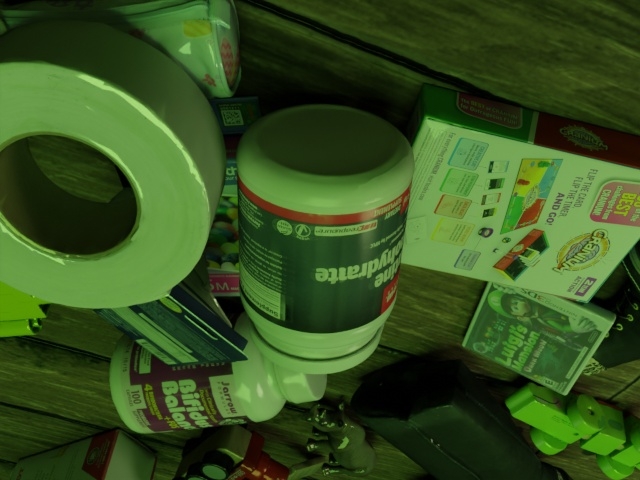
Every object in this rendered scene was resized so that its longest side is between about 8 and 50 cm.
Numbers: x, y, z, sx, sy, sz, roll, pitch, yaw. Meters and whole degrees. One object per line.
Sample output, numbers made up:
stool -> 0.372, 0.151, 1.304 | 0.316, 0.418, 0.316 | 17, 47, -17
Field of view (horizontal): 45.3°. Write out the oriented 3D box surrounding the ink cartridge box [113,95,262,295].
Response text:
ink cartridge box -> -0.145, -0.042, 0.992 | 0.186, 0.065, 0.311 | -1, 135, 6

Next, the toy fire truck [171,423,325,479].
toy fire truck -> -0.133, 0.447, 1.475 | 0.246, 0.158, 0.217 | 34, 130, -14

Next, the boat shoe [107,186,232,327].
boat shoe -> -0.185, 0.043, 0.982 | 0.096, 0.088, 0.267 | -2, 138, 46

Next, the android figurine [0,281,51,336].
android figurine -> -0.515, 0.058, 1.138 | 0.273, 0.056, 0.248 | -5, 137, 8

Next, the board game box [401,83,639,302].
board game box -> 0.238, -0.045, 0.947 | 0.317, 0.064, 0.242 | 12, 137, -8

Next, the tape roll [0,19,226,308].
tape roll -> -0.238, -0.066, 0.760 | 0.286, 0.100, 0.286 | 2, 128, 3

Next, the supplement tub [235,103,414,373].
supplement tub -> 0.000, 0.000, 0.880 | 0.191, 0.191, 0.272 | 4, 127, 1

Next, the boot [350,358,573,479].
boot -> 0.199, 0.398, 1.369 | 0.367, 0.146, 0.445 | -28, 129, 26

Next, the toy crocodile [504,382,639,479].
toy crocodile -> 0.468, 0.316, 1.301 | 0.341, 0.105, 0.115 | 23, 135, -12

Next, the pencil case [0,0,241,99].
pencil case -> -0.217, -0.199, 0.788 | 0.273, 0.113, 0.124 | -1, 144, 6

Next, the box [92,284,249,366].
box -> -0.180, 0.101, 0.934 | 0.136, 0.036, 0.225 | 42, 151, -22

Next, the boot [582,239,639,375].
boot -> 0.419, 0.108, 1.083 | 0.179, 0.085, 0.236 | -23, 129, 31

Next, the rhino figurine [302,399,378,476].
rhino figurine -> 0.034, 0.359, 1.397 | 0.106, 0.073, 0.243 | -7, 135, 18

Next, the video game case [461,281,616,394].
video game case -> 0.309, 0.132, 1.114 | 0.173, 0.022, 0.190 | 25, 140, 15

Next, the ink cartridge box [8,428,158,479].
ink cartridge box -> -0.494, 0.528, 1.516 | 0.306, 0.226, 0.131 | -23, 129, 28

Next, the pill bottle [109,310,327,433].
pill bottle -> -0.150, 0.198, 1.170 | 0.302, 0.169, 0.169 | -10, 135, 16
